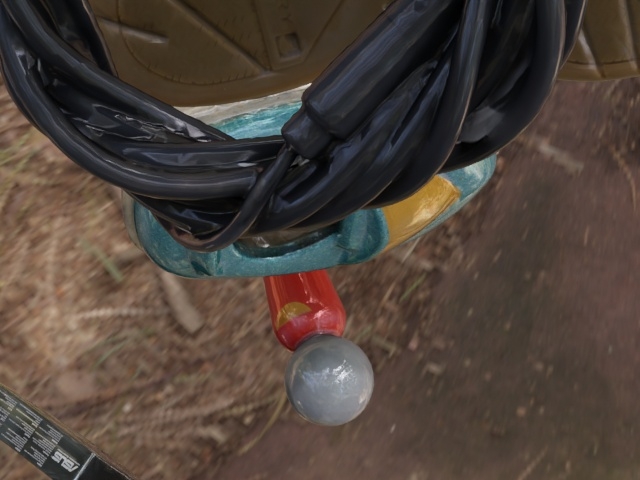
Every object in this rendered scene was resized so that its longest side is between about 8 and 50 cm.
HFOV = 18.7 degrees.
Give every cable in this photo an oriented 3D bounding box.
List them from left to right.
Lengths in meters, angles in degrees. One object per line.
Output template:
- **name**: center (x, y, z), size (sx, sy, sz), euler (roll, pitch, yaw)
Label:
- **cable**: center (-0.007, -0.077, 0.442), size (0.150, 0.047, 0.185), euler (13, 121, 0)

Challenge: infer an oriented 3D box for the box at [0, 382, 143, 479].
- **box**: center (-0.201, 0.198, 1.667), size (0.190, 0.184, 0.045), euler (28, 82, 44)

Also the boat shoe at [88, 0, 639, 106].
- **boat shoe**: center (0.059, -0.117, 0.786), size (0.302, 0.098, 0.109), euler (-8, 104, 13)

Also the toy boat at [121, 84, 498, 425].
- **toy boat**: center (0.000, 0.000, 1.356), size (0.267, 0.318, 0.148), euler (-12, 57, -9)
